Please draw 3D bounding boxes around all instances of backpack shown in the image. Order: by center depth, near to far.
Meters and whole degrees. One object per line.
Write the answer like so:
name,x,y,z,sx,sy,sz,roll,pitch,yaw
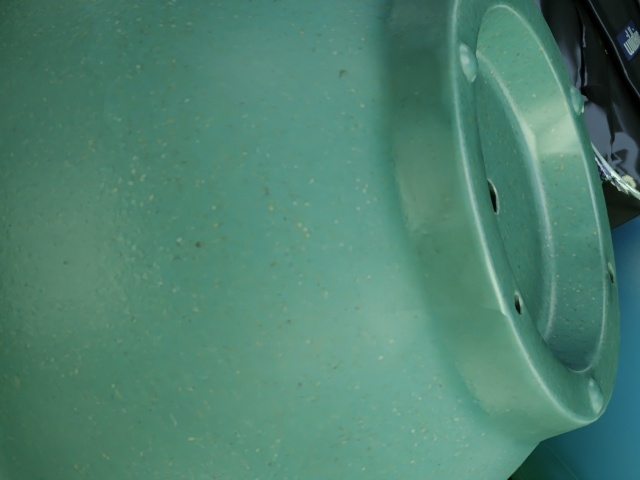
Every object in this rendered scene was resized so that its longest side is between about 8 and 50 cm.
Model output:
backpack,0.109,-0.136,0.776,0.254,0.191,0.225,64,30,-14

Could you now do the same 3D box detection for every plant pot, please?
plant pot,0.000,0.000,0.488,0.293,0.196,0.293,38,45,-51

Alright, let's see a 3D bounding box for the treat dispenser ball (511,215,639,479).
treat dispenser ball,0.252,0.086,0.847,0.288,0.288,0.288,38,45,-52
